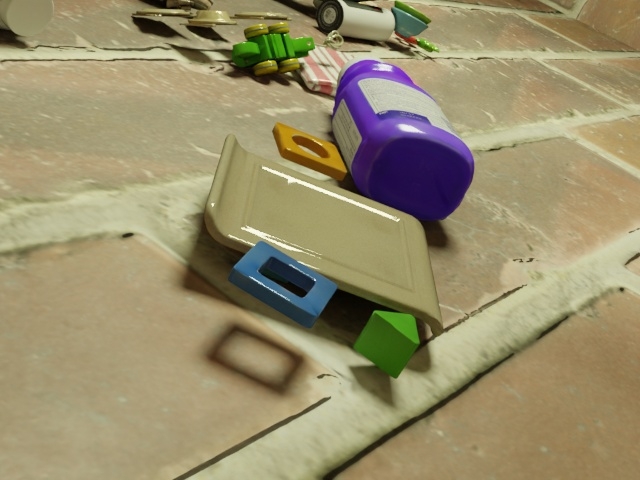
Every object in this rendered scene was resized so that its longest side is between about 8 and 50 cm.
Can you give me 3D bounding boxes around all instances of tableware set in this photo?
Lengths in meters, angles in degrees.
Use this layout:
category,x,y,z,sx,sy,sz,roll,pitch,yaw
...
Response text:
category,x,y,z,sx,sy,sz,roll,pitch,yaw
tableware set,-0.129,-0.266,1.248,0.141,0.020,0.169,12,16,38

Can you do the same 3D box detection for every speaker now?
category,x,y,z,sx,sy,sz,roll,pitch,yaw
speaker,0.056,-0.340,1.610,0.055,0.055,0.136,39,26,31

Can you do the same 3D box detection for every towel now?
category,x,y,z,sx,sy,sz,roll,pitch,yaw
towel,0.049,-0.204,1.345,0.197,0.029,0.144,10,26,-24

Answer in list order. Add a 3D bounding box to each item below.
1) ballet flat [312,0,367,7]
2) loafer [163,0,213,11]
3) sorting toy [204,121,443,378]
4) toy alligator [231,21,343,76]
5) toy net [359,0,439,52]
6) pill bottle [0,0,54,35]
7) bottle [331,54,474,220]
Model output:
category,x,y,z,sx,sy,sz,roll,pitch,yaw
ballet flat,-0.023,-0.425,1.652,0.280,0.096,0.095,18,67,2
loafer,-0.201,-0.316,1.333,0.125,0.039,0.045,22,-11,-12
sorting toy,0.000,0.000,0.817,0.196,0.047,0.347,25,22,-10
toy alligator,-0.049,-0.230,1.258,0.051,0.056,0.190,-13,3,42
toy net,0.099,-0.382,1.738,0.232,0.045,0.122,34,11,35
pill bottle,-0.313,-0.247,1.019,0.067,0.067,0.120,-3,34,-48
bottle,0.071,-0.120,1.088,0.118,0.092,0.283,17,23,-18
